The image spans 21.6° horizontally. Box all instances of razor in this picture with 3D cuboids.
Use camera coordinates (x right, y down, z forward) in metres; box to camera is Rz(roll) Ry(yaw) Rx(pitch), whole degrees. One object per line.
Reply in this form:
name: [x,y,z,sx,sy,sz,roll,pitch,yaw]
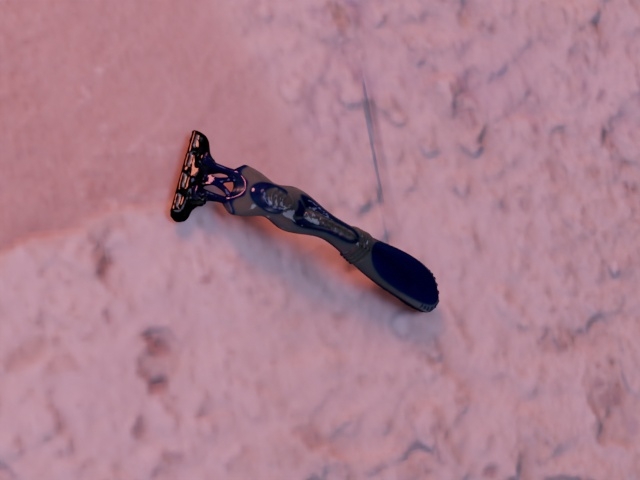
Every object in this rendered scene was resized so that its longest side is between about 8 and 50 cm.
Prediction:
razor: [0.002,-0.001,0.782,0.154,0.028,0.044,28,64,-28]
